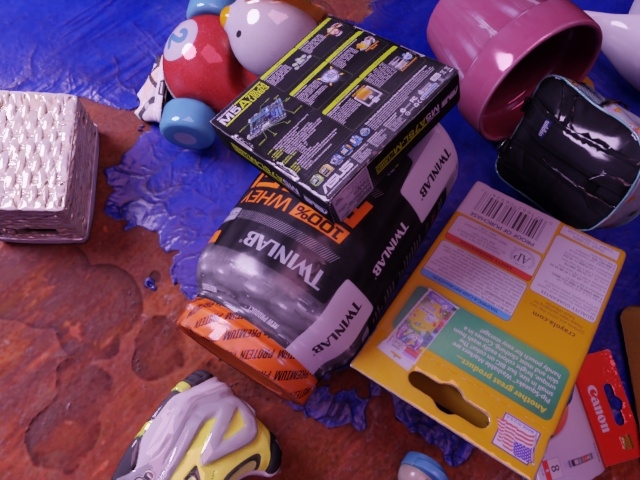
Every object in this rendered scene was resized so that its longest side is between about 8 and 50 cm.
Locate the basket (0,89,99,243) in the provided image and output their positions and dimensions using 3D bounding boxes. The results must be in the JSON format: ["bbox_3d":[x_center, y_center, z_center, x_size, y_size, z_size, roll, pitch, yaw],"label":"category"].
[{"bbox_3d":[-0.344,-0.090,0.668,0.113,0.103,0.167,1,71,-9],"label":"basket"}]

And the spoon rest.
[{"bbox_3d":[0.477,-0.301,0.848,0.276,0.137,0.084,17,54,3],"label":"spoon rest"}]

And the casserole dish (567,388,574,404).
[{"bbox_3d":[0.251,0.128,0.689,0.114,0.037,0.189,-2,54,-6],"label":"casserole dish"}]

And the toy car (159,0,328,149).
[{"bbox_3d":[-0.085,-0.247,0.678,0.210,0.238,0.219,12,70,-14],"label":"toy car"}]

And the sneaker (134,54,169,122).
[{"bbox_3d":[-0.232,-0.212,0.759,0.043,0.040,0.109,0,67,3],"label":"sneaker"}]

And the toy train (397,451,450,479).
[{"bbox_3d":[0.157,0.365,0.604,0.248,0.105,0.143,38,58,5],"label":"toy train"}]

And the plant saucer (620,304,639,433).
[{"bbox_3d":[0.584,0.246,0.705,0.332,0.081,0.333,3,72,-9],"label":"plant saucer"}]

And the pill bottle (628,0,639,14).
[{"bbox_3d":[0.644,-0.336,0.868,0.271,0.152,0.152,21,70,0],"label":"pill bottle"}]

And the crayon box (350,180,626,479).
[{"bbox_3d":[0.197,0.093,0.637,0.203,0.083,0.323,30,56,18],"label":"crayon box"}]

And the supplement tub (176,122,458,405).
[{"bbox_3d":[0.000,0.000,0.635,0.207,0.207,0.338,31,70,3],"label":"supplement tub"}]

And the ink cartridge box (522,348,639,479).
[{"bbox_3d":[0.326,0.225,0.697,0.179,0.045,0.146,-11,75,-9],"label":"ink cartridge box"}]

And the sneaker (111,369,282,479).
[{"bbox_3d":[-0.180,0.324,0.539,0.147,0.145,0.385,32,72,3],"label":"sneaker"}]

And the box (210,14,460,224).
[{"bbox_3d":[0.013,-0.134,0.563,0.184,0.045,0.191,35,75,33],"label":"box"}]

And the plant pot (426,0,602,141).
[{"bbox_3d":[0.254,-0.273,0.780,0.201,0.201,0.180,-26,62,-15],"label":"plant pot"}]

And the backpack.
[{"bbox_3d":[0.351,-0.105,0.720,0.144,0.166,0.188,4,37,-31],"label":"backpack"}]

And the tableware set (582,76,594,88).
[{"bbox_3d":[0.397,-0.223,0.864,0.104,0.024,0.154,-27,76,-25],"label":"tableware set"}]
